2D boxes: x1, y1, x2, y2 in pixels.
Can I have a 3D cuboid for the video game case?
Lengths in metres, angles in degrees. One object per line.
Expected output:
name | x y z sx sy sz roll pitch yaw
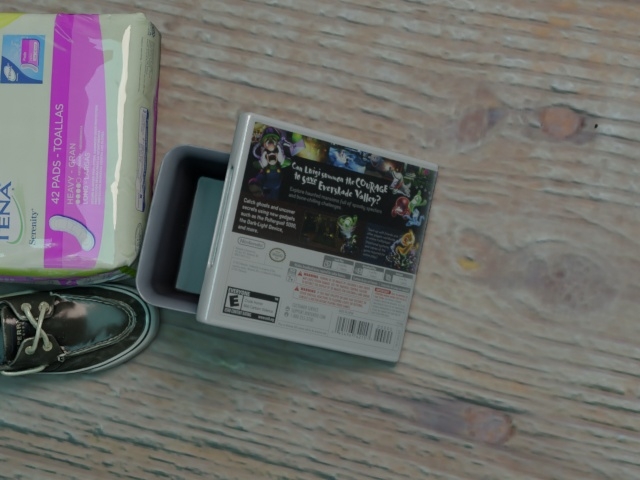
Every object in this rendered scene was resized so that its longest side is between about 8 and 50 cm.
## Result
video game case | 0.000 0.000 1.435 0.190 0.022 0.173 13 87 -30

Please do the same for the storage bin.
storage bin | -0.089 -0.005 1.461 0.098 0.091 0.135 11 88 6

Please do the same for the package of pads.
package of pads | -0.288 -0.075 1.483 0.297 0.101 0.229 2 85 7

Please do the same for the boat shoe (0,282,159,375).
boat shoe | -0.247 0.081 1.482 0.219 0.070 0.077 -9 85 5
